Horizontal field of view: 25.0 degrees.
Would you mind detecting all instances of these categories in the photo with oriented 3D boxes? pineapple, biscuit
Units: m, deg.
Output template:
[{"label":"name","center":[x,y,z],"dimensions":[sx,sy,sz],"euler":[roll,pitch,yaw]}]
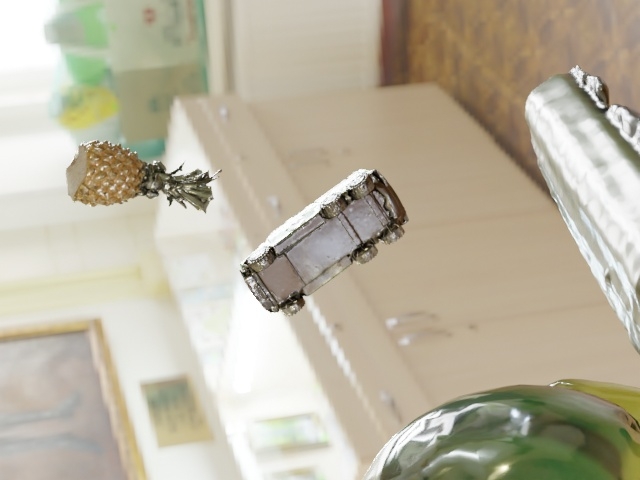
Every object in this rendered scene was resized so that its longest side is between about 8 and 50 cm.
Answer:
[{"label":"pineapple","center":[-0.143,-0.047,1.183],"dimensions":[0.058,0.124,0.058],"euler":[-28,56,53]},{"label":"biscuit","center":[0.102,0.021,0.392],"dimensions":[0.099,0.038,0.322],"euler":[56,-171,-17]}]

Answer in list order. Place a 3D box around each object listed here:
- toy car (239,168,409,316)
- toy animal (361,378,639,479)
[{"label":"toy car","center":[0.000,0.000,1.362],"dimensions":[0.071,0.165,0.062],"euler":[56,174,-22]},{"label":"toy animal","center":[0.117,0.179,0.761],"dimensions":[0.338,0.191,0.216],"euler":[25,-118,-64]}]
